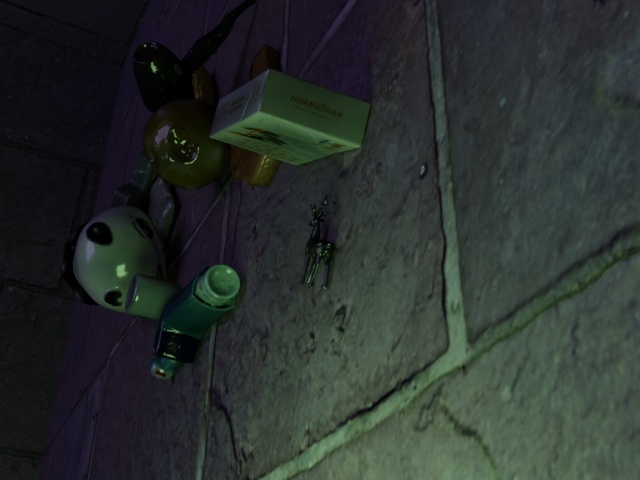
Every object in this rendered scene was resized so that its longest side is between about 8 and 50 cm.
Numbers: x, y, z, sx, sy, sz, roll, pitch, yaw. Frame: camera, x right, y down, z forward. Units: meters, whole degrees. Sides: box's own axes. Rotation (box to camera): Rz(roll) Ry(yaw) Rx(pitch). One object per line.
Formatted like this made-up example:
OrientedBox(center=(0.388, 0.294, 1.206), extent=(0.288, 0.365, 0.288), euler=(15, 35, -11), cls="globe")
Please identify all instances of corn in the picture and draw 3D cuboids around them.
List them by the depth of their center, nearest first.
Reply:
OrientedBox(center=(-0.290, -0.363, 1.966), extent=(0.072, 0.072, 0.203), euler=(-64, 25, 23), cls="corn")

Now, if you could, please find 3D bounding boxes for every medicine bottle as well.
OrientedBox(center=(-0.216, 0.126, 1.426), extent=(0.258, 0.079, 0.124), euler=(-41, 35, 53), cls="medicine bottle")
OrientedBox(center=(-0.301, 0.116, 1.569), extent=(0.080, 0.130, 0.080), euler=(-49, 32, 45), cls="medicine bottle")

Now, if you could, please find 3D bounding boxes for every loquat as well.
OrientedBox(center=(-0.266, -0.193, 1.640), extent=(0.227, 0.179, 0.179), euler=(-119, 47, -79), cls="loquat")

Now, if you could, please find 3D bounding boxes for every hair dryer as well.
OrientedBox(center=(-0.235, -0.387, 1.783), extent=(0.120, 0.304, 0.359), euler=(31, 74, 32), cls="hair dryer")

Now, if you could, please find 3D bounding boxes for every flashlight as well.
OrientedBox(center=(-0.288, 0.222, 1.578), extent=(0.129, 0.051, 0.051), euler=(-52, 30, 36), cls="flashlight")

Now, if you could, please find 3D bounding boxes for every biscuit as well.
OrientedBox(center=(-0.118, -0.217, 1.474), extent=(0.202, 0.047, 0.334), euler=(-61, 26, 30), cls="biscuit")

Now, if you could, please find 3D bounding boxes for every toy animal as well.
OrientedBox(center=(-0.470, 0.053, 1.883), extent=(0.310, 0.250, 0.251), euler=(163, 121, -73), cls="toy animal")

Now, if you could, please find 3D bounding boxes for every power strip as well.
OrientedBox(center=(-0.482, -0.117, 2.165), extent=(0.265, 0.059, 0.193), euler=(-66, -9, 21), cls="power strip")

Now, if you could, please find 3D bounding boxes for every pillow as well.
OrientedBox(center=(-0.403, -0.071, 2.064), extent=(0.230, 0.050, 0.148), euler=(-122, 45, -62), cls="pillow")

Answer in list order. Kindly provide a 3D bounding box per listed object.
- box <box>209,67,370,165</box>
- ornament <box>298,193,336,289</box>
OrientedBox(center=(-0.049, -0.164, 1.130), extent=(0.233, 0.149, 0.067), euler=(177, 105, -67), cls="box")
OrientedBox(center=(0.000, 0.000, 1.061), extent=(0.073, 0.028, 0.125), euler=(174, 109, -68), cls="ornament")
